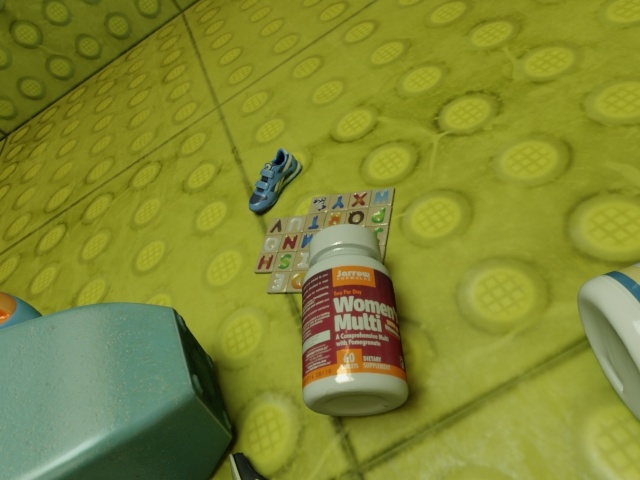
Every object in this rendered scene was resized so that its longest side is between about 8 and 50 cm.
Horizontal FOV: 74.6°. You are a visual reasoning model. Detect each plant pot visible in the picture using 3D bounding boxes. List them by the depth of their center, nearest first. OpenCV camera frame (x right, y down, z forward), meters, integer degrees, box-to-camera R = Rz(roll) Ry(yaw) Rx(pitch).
[{"bbox_3d":[-0.264,0.226,0.540,0.252,0.248,0.247,-25,44,-10],"label":"plant pot"}]

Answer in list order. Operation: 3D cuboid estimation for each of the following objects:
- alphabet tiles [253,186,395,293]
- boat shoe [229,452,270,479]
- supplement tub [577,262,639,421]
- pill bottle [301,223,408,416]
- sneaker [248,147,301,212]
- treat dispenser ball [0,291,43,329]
[{"bbox_3d":[0.000,0.000,0.711,0.237,0.009,0.198,-4,54,27],"label":"alphabet tiles"},{"bbox_3d":[-0.074,0.304,0.497,0.042,0.049,0.133,-16,29,-26],"label":"boat shoe"},{"bbox_3d":[0.351,0.070,0.354,0.200,0.144,0.144,-22,48,14],"label":"supplement tub"},{"bbox_3d":[0.036,0.095,0.533,0.121,0.121,0.221,-17,51,19],"label":"pill bottle"},{"bbox_3d":[-0.100,-0.120,0.828,0.053,0.059,0.144,22,70,38],"label":"sneaker"},{"bbox_3d":[-0.601,0.221,0.699,0.288,0.288,0.288,-16,49,19],"label":"treat dispenser ball"}]
